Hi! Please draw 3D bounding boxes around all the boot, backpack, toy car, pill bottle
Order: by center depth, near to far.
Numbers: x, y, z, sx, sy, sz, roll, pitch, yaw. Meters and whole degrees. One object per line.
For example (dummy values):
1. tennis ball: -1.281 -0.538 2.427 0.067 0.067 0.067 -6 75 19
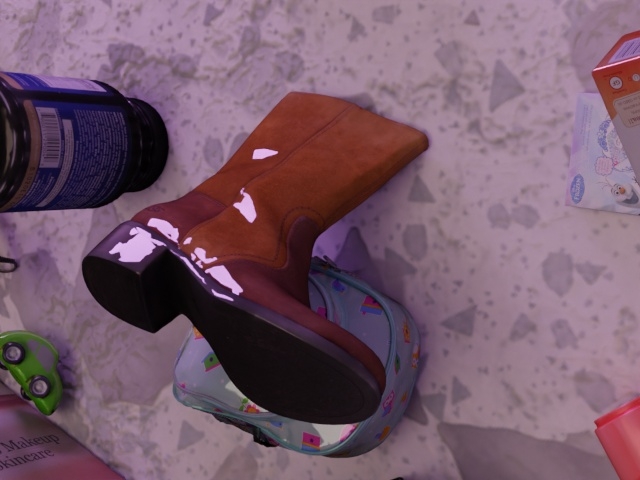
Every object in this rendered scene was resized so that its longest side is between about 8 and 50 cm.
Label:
1. boot: 0.000 0.000 0.922 0.264 0.280 0.096 19 133 33
2. backpack: -0.018 0.095 0.986 0.188 0.144 0.166 20 82 19
3. pill bottle: -0.240 -0.088 1.065 0.122 0.219 0.123 2 94 31
4. toy car: -0.329 0.078 1.201 0.225 0.053 0.239 53 156 -4

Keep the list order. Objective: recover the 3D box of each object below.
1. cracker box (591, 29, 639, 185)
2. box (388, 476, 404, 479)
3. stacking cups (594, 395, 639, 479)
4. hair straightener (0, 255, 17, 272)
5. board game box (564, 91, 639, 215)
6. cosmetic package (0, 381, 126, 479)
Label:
1. cracker box: 0.298 -0.041 0.771 0.155 0.067 0.232 -13 113 42
2. box: -0.021 0.380 0.934 0.293 0.183 0.296 -19 82 4
3. stacking cups: 0.306 0.255 0.845 0.096 0.096 0.316 -32 74 28
4. hair straightener: -0.379 -0.070 1.244 0.231 0.047 0.089 65 163 -8
5. board game box: 0.237 -0.065 0.900 0.090 0.020 0.090 10 98 29
6. cosmetic package: -0.303 0.266 1.168 0.296 0.153 0.129 30 106 24
